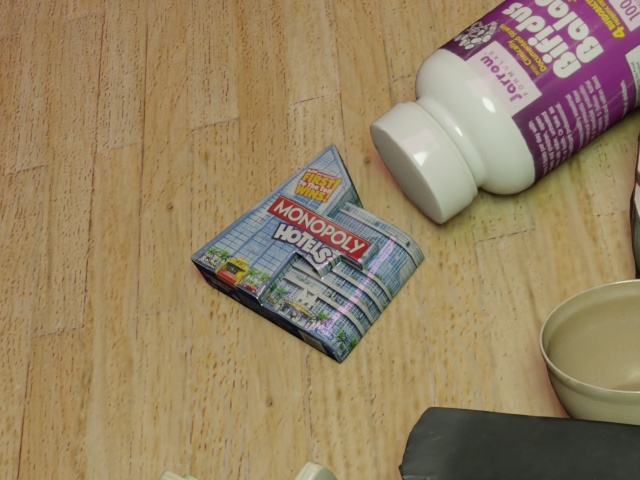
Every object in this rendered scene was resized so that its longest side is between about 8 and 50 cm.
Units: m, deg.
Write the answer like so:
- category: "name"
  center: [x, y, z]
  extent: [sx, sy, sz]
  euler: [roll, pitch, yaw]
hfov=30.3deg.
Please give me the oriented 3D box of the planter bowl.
- category: "planter bowl"
  center: [0.273, 0.121, 1.002]
  extent: [0.162, 0.109, 0.162]
  euler: [-10, 29, 6]

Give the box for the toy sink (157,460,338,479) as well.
- category: "toy sink"
  center: [-0.086, 0.291, 1.003]
  extent: [0.131, 0.153, 0.234]
  euler: [20, 66, 30]

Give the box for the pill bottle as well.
- category: "pill bottle"
  center: [0.205, -0.153, 1.197]
  extent: [0.301, 0.169, 0.169]
  euler: [-37, 53, -7]

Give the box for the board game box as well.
- category: "board game box"
  center: [0.000, 0.000, 1.232]
  extent: [0.194, 0.060, 0.194]
  euler: [27, 70, 33]

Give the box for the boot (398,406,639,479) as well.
- category: "boot"
  center: [0.215, 0.270, 0.806]
  extent: [0.445, 0.146, 0.367]
  euler: [0, 33, 33]

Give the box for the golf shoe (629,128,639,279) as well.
- category: "golf shoe"
  center: [0.331, -0.078, 1.109]
  extent: [0.105, 0.120, 0.273]
  euler: [16, 67, -4]
